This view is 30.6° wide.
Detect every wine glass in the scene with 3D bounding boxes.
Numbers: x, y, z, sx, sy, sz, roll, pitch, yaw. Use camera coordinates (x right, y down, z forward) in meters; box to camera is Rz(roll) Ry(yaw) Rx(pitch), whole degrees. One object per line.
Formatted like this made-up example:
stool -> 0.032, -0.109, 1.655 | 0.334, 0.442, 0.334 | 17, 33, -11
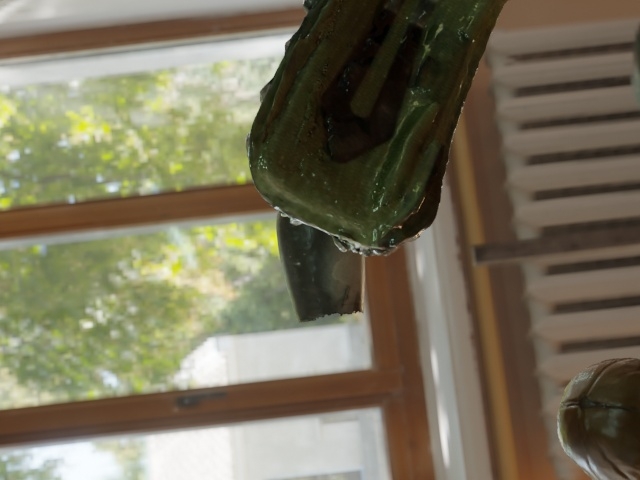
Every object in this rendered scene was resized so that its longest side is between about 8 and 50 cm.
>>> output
wine glass -> 0.000, 0.000, 1.489 | 0.111, 0.111, 0.204 | 77, -176, -86

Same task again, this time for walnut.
walnut -> 0.381, 0.228, 1.405 | 0.207, 0.167, 0.167 | 29, -139, -29

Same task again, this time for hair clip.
hair clip -> 0.051, -0.136, 0.779 | 0.321, 0.138, 0.091 | -64, 1, -21
